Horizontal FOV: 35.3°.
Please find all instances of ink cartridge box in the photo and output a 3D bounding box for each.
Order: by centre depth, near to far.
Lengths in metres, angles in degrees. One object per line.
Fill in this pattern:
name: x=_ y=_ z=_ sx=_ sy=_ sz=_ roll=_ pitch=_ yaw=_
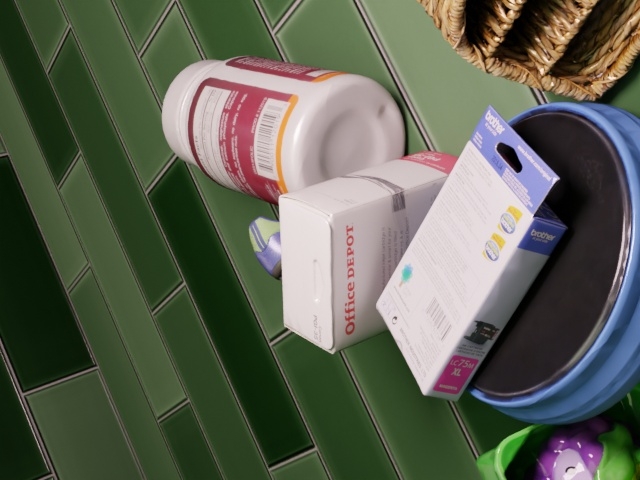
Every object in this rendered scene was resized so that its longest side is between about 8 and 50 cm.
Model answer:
ink cartridge box: x=0.183 y=0.016 z=1.202 sx=0.311 sy=0.065 sz=0.186 roll=-65 pitch=28 yaw=25
ink cartridge box: x=0.085 y=0.008 z=1.410 sx=0.117 sy=0.283 sz=0.207 roll=24 pitch=123 yaw=46

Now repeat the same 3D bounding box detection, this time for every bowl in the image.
bowl: x=0.263 y=0.021 z=1.199 sx=0.391 sy=0.077 sz=0.391 roll=-36 pitch=47 yaw=51

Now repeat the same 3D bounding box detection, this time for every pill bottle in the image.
pill bottle: x=-0.073 y=-0.173 z=1.596 sx=0.392 sy=0.224 sz=0.224 roll=21 pitch=122 yaw=48

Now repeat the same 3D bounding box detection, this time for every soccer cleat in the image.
soccer cleat: x=0.001 y=-0.001 z=1.537 sx=0.093 sy=0.289 sz=0.121 roll=-46 pitch=68 yaw=25

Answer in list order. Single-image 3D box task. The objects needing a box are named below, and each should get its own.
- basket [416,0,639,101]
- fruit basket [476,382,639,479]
basket: x=0.254 y=-0.308 z=1.091 sx=0.223 sy=0.213 sz=0.299 roll=60 pitch=145 yaw=22
fruit basket: x=0.395 y=0.357 z=1.193 sx=0.392 sy=0.283 sz=0.392 roll=54 pitch=157 yaw=36
